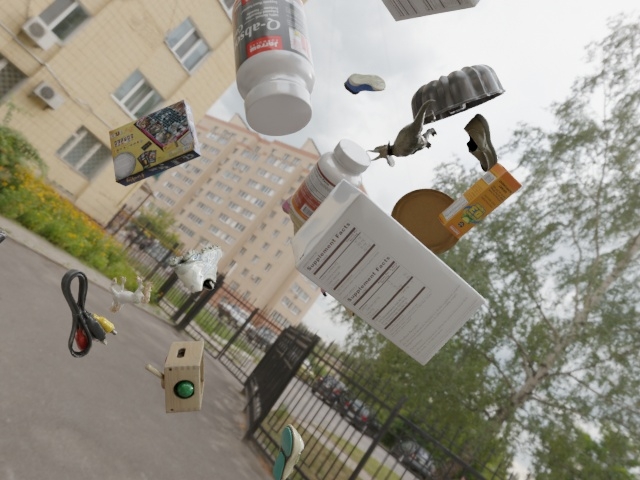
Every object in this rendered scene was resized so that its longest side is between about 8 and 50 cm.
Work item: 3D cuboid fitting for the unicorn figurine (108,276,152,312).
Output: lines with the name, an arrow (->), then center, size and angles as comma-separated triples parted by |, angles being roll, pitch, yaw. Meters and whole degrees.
unicorn figurine -> -0.584, 0.164, 1.283 | 0.162, 0.111, 0.060 | 1, 4, 20

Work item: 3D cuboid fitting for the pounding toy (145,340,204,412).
pounding toy -> -0.306, 0.289, 0.917 | 0.100, 0.130, 0.141 | 0, 14, -10

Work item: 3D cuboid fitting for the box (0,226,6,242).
box -> -0.934, -0.076, 0.768 | 0.480, 0.297, 0.472 | 44, -17, -17

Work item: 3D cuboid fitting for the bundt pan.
bundt pan -> 0.466, -0.516, 1.514 | 0.124, 0.331, 0.331 | 70, -19, -6

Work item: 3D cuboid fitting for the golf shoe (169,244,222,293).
golf shoe -> -0.236, 0.060, 0.856 | 0.086, 0.069, 0.176 | 65, 12, -2

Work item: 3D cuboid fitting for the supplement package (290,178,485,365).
supplement package -> 0.091, 0.042, 0.636 | 0.244, 0.134, 0.139 | 39, 7, -16

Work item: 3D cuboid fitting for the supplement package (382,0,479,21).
supplement package -> 0.240, -0.619, 0.891 | 0.198, 0.199, 0.263 | 39, -2, -33

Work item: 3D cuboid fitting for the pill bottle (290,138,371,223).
pill bottle -> 0.026, -0.141, 1.062 | 0.121, 0.121, 0.216 | 38, -55, -4

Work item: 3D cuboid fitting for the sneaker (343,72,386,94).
sneaker -> 0.160, -0.573, 1.583 | 0.152, 0.058, 0.084 | -2, -2, -22

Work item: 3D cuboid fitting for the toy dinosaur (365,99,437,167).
toy dinosaur -> 0.285, -0.319, 1.354 | 0.121, 0.160, 0.313 | 54, -21, -2

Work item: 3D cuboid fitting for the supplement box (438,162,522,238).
supplement box -> 0.464, -0.113, 1.259 | 0.078, 0.233, 0.080 | 38, 24, -18

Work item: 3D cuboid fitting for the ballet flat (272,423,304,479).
ballet flat -> -0.100, 0.710, 1.449 | 0.086, 0.248, 0.086 | 14, 26, -7

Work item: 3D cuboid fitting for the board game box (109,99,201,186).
board game box -> -0.461, -0.268, 1.186 | 0.042, 0.243, 0.165 | 41, 32, -70

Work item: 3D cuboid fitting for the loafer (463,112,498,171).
loafer -> 0.578, -0.345, 1.571 | 0.251, 0.087, 0.094 | 56, 7, -37

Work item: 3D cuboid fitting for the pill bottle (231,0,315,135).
pill bottle -> -0.125, -0.480, 1.151 | 0.210, 0.363, 0.210 | -7, -22, -3

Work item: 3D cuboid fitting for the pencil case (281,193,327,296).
pencil case -> 0.000, 0.000, 1.535 | 0.160, 0.167, 0.386 | -4, 64, -57

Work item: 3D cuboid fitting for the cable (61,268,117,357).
cable -> -0.681, 0.213, 1.205 | 0.072, 0.139, 0.287 | 15, -49, 33

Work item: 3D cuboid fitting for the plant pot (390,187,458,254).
plant pot -> 0.350, -0.062, 1.414 | 0.236, 0.236, 0.032 | 36, 30, 3

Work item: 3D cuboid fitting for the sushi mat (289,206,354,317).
sushi mat -> 0.001, 0.052, 1.128 | 0.316, 0.019, 0.151 | 51, -20, 37
